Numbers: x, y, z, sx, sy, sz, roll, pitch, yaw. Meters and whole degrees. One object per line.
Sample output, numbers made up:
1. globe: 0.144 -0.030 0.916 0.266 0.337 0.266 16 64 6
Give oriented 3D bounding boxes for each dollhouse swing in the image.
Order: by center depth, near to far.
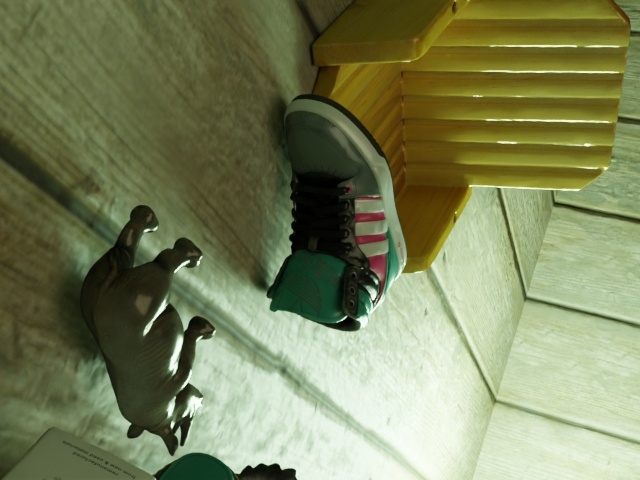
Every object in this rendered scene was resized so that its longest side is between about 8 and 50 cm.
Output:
1. dollhouse swing: 0.198 -0.133 1.079 0.315 0.304 0.347 -54 149 -42

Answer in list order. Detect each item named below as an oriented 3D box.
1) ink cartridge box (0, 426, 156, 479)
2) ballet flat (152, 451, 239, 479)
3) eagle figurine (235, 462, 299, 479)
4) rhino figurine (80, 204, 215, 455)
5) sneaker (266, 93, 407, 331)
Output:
1. ink cartridge box: -0.207 0.254 0.538 0.219 0.092 0.160 -57 170 -63
2. ballet flat: -0.181 0.325 0.721 0.348 0.123 0.123 -44 141 -51
3. eagle figurine: -0.090 0.433 0.938 0.226 0.225 0.298 -43 -155 23
4. rhino figurine: -0.142 0.097 0.724 0.106 0.073 0.243 -58 152 -45
5. sneaker: 0.000 0.000 0.944 0.178 0.123 0.296 -59 142 -32
